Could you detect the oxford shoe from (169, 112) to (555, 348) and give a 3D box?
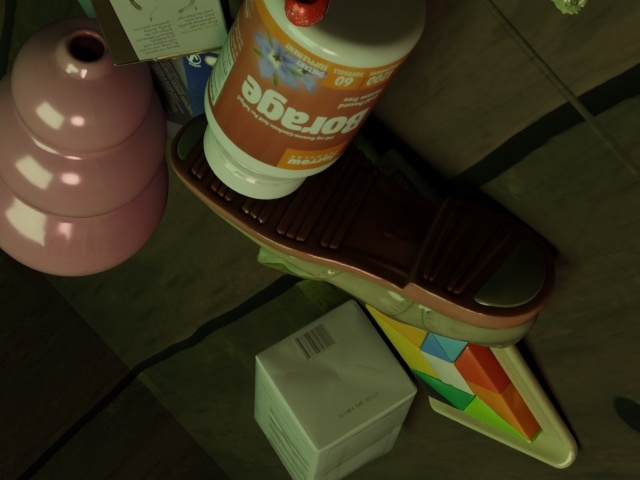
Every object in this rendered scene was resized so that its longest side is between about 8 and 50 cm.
[{"bbox_3d":[0.023,0.003,1.026,0.348,0.123,0.130,28,154,15],"label":"oxford shoe"}]

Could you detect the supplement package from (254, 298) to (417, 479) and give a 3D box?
[{"bbox_3d":[0.010,0.197,1.432,0.134,0.139,0.244,55,162,19],"label":"supplement package"}]

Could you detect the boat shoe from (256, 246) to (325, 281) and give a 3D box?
[{"bbox_3d":[0.001,0.000,1.206,0.223,0.080,0.073,8,97,62],"label":"boat shoe"}]

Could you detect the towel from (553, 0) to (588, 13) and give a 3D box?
[{"bbox_3d":[0.122,-0.200,0.634,0.148,0.027,0.110,88,157,-57],"label":"towel"}]

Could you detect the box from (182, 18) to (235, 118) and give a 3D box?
[{"bbox_3d":[-0.048,-0.103,1.089,0.136,0.036,0.225,16,148,14],"label":"box"}]

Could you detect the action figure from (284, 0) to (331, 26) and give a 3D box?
[{"bbox_3d":[0.044,-0.244,0.682,0.091,0.139,0.280,42,137,20],"label":"action figure"}]

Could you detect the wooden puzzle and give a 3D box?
[{"bbox_3d":[0.134,0.120,1.212,0.221,0.044,0.239,19,146,52],"label":"wooden puzzle"}]

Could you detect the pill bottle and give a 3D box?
[{"bbox_3d":[-0.016,-0.122,0.888,0.121,0.121,0.216,44,145,7],"label":"pill bottle"}]

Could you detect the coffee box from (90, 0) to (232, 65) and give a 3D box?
[{"bbox_3d":[-0.137,-0.265,0.876,0.246,0.098,0.141,78,-177,-54],"label":"coffee box"}]

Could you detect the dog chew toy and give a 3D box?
[{"bbox_3d":[-0.245,-0.099,1.204,0.206,0.206,0.332,44,151,8],"label":"dog chew toy"}]

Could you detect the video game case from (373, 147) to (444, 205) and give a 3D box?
[{"bbox_3d":[0.087,-0.021,1.078,0.122,0.011,0.087,47,152,0],"label":"video game case"}]

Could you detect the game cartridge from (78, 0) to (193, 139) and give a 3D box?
[{"bbox_3d":[-0.152,-0.201,1.173,0.198,0.062,0.297,16,144,47],"label":"game cartridge"}]
